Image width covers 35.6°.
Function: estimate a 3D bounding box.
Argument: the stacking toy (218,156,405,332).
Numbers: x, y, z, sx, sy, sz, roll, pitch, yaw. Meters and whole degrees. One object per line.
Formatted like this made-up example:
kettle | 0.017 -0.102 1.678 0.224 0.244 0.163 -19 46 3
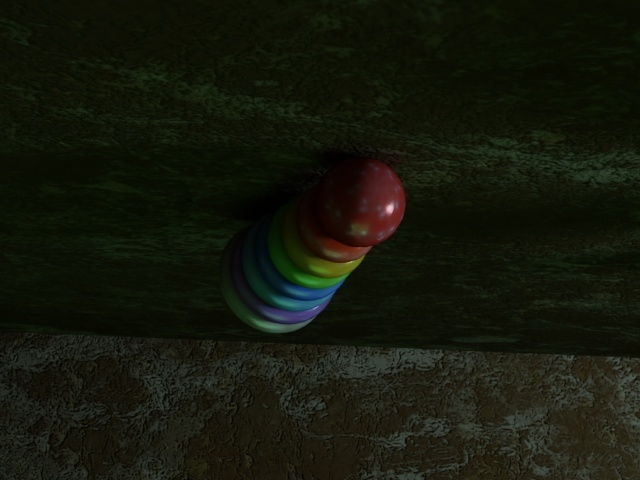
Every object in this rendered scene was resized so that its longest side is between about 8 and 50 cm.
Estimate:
stacking toy | 0.000 0.000 1.088 0.141 0.141 0.330 8 160 -21
